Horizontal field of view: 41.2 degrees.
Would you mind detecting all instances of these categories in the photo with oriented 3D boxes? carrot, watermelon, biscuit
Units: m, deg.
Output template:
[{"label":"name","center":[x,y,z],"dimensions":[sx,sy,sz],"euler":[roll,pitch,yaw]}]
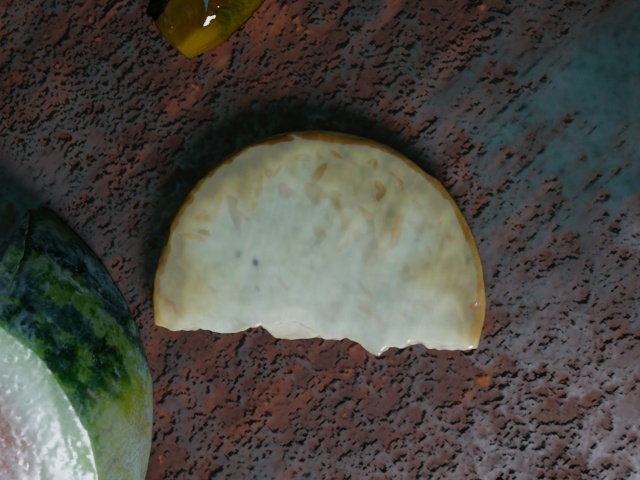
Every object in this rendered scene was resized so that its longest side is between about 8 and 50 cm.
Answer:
[{"label":"carrot","center":[-0.080,-0.245,0.783],"dimensions":[0.173,0.082,0.082],"euler":[-41,85,6]},{"label":"watermelon","center":[-0.279,0.135,0.797],"dimensions":[0.232,0.193,0.310],"euler":[-13,102,-12]},{"label":"biscuit","center":[0.000,0.000,0.794],"dimensions":[0.309,0.040,0.204],"euler":[3,91,7]}]
